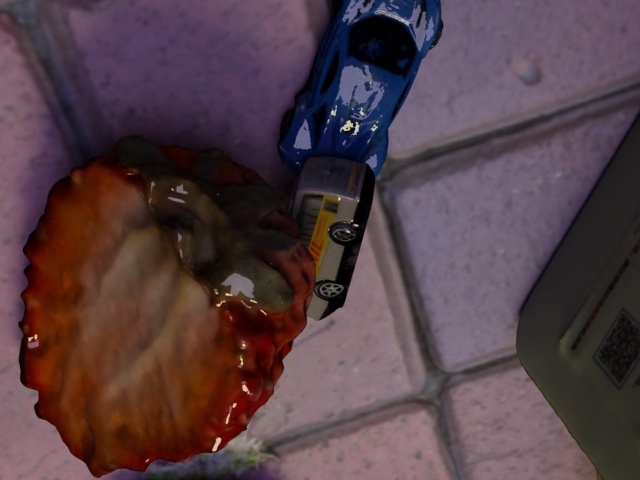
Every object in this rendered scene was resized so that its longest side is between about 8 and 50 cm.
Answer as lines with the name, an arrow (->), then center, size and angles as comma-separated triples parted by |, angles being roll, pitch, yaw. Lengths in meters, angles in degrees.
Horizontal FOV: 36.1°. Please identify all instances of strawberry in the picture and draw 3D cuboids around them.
strawberry -> -0.137, 0.065, 0.871 | 0.265, 0.149, 0.336 | 48, 126, 14

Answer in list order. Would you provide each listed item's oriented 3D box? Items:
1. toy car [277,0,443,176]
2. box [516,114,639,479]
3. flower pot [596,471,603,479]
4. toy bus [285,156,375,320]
toy car -> 0.039, -0.142, 0.863 | 0.103, 0.063, 0.216 | 18, 109, -15
box -> 0.346, 0.031, 0.806 | 0.111, 0.396, 0.396 | 21, 109, -19
flower pot -> 0.425, 0.294, 1.016 | 0.307, 0.244, 0.308 | -3, 112, -6
toy bus -> 0.000, 0.000, 0.886 | 0.072, 0.057, 0.172 | 14, 136, 0
